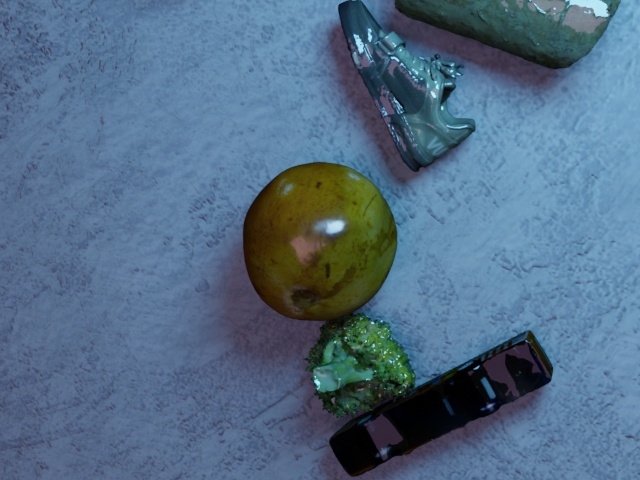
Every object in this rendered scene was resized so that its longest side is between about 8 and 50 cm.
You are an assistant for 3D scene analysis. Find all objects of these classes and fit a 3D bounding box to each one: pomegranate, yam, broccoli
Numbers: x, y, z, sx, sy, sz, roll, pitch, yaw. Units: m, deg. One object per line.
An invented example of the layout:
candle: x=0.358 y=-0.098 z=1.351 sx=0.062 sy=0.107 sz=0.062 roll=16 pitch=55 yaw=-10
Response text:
pomegranate: x=0.000 y=0.000 z=1.376 sx=0.264 sy=0.264 sz=0.264 roll=4 pitch=104 yaw=19
yam: x=0.273 y=-0.360 z=1.235 sx=0.304 sy=0.168 sz=0.168 roll=24 pitch=109 yaw=12
broccoli: x=0.050 y=0.223 z=1.432 sx=0.219 sy=0.194 sz=0.194 roll=7 pitch=105 yaw=24

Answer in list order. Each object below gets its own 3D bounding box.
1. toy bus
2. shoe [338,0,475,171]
toy bus: x=0.200 y=0.283 z=1.445 sx=0.408 sy=0.092 sz=0.093 roll=-32 pitch=88 yaw=23
shoe: x=0.147 y=-0.266 z=1.337 sx=0.149 sy=0.109 sz=0.293 roll=-24 pitch=96 yaw=19
